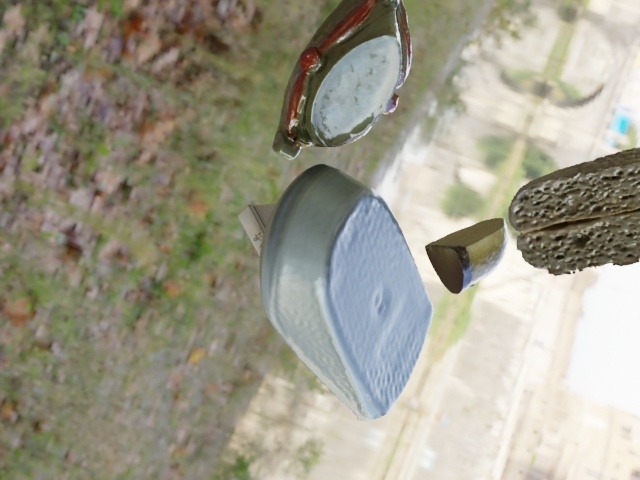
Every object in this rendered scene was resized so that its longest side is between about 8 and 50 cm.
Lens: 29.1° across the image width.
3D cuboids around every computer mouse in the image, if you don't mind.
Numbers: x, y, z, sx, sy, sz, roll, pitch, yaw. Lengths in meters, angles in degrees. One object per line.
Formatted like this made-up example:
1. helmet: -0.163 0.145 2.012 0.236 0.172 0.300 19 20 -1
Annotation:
1. computer mouse: 0.018 0.039 0.959 0.128 0.079 0.231 -56 140 -30

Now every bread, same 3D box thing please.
1. bread: 0.365 -0.053 1.256 0.183 0.337 0.102 -30 105 -53

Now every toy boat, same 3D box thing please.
1. toy boat: 0.020 -0.127 0.936 0.185 0.089 0.071 -56 -152 22

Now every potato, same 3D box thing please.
1. potato: 0.201 0.017 1.570 0.096 0.103 0.066 17 -51 68

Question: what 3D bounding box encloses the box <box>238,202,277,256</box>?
1. box: 0.000 0.000 1.511 0.198 0.109 0.029 -7 148 -45
